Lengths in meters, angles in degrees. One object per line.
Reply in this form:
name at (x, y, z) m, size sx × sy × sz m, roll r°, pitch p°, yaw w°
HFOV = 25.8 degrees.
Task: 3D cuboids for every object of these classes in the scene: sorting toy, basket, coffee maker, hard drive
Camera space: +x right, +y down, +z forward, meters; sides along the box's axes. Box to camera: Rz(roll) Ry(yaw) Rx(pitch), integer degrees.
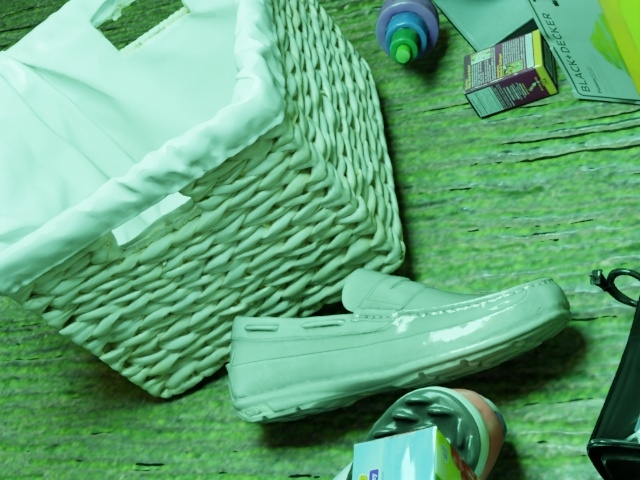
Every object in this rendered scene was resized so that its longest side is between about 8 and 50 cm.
sorting toy at (0.162, -0.308, 1.341) m, size 0.365 × 0.127 × 0.126 m, roll -55°, pitch 12°, yaw 28°
basket at (-0.121, -0.081, 1.334) m, size 0.328 × 0.266 × 0.331 m, roll -30°, pitch 39°, yaw 20°
coffee maker at (0.264, 0.106, 1.028) m, size 0.171 × 0.120 × 0.178 m, roll -21°, pitch 37°, yaw 56°
hard drive at (0.182, -0.246, 1.461) m, size 0.094 × 0.022 × 0.135 m, roll -36°, pitch 40°, yaw 5°

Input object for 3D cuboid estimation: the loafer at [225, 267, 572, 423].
loafer at (0.054, 0.074, 1.187) m, size 0.319 × 0.112 × 0.111 m, roll -17°, pitch 77°, yaw 25°

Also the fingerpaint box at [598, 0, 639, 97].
fingerpaint box at (0.392, -0.152, 0.864) m, size 0.163 × 0.371 × 0.445 m, roll -39°, pitch 24°, yaw -22°

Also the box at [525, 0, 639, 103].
box at (0.304, -0.287, 1.296) m, size 0.087 × 0.169 × 0.290 m, roll 13°, pitch 61°, yaw 41°

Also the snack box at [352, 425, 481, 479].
snack box at (0.090, 0.253, 0.937) m, size 0.070 × 0.207 × 0.174 m, roll -17°, pitch 45°, yaw 25°

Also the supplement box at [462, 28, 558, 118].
supplement box at (0.185, -0.162, 1.366) m, size 0.083 × 0.043 × 0.055 m, roll -17°, pitch 46°, yaw 24°

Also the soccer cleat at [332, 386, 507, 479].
soccer cleat at (0.026, 0.239, 1.100) m, size 0.318 × 0.116 × 0.108 m, roll -48°, pitch 67°, yaw 15°
